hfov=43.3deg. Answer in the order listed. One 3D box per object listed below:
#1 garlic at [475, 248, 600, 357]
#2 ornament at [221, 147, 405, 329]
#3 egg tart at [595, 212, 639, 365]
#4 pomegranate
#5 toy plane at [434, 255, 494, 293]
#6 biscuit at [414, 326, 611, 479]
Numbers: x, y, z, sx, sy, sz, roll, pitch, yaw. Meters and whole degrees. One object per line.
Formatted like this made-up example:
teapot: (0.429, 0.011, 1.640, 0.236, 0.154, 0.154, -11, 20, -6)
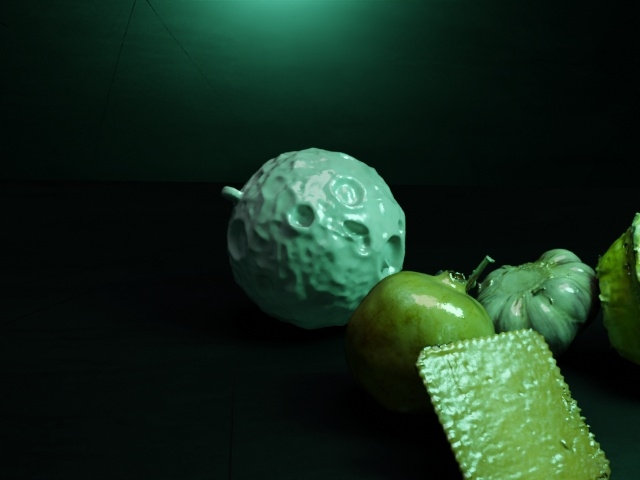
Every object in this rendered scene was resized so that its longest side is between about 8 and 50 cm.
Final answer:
garlic: (0.398, 0.127, 1.469, 0.245, 0.160, 0.245, -29, 21, 12)
ornament: (0.000, 0.000, 1.486, 0.337, 0.337, 0.337, 4, 15, -1)
egg tart: (0.550, 0.105, 1.393, 0.120, 0.315, 0.315, -14, 7, 25)
pomegranate: (0.145, 0.155, 1.193, 0.233, 0.233, 0.233, 4, 15, -1)
toy plane: (0.218, 0.121, 1.455, 0.104, 0.242, 0.256, 46, -1, 9)
biscuit: (0.252, 0.229, 1.052, 0.237, 0.013, 0.232, -6, 61, -30)
